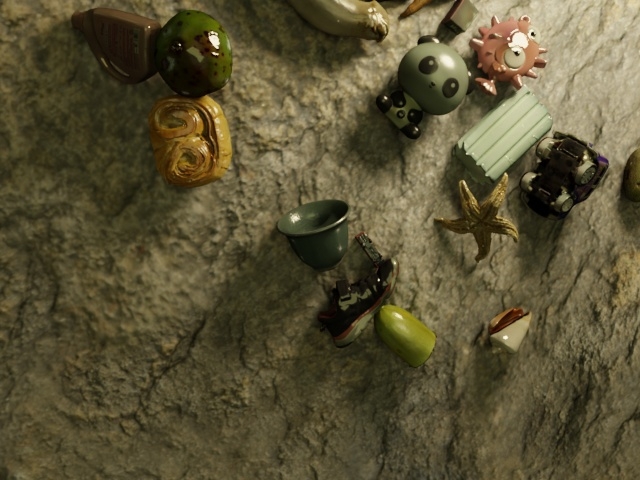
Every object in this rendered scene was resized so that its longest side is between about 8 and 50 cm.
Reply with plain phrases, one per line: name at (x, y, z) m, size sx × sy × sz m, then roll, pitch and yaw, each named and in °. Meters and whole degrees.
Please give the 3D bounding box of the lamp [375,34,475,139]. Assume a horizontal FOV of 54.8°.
lamp at (0.273, -0.401, 1.629) m, size 0.197 × 0.198 × 0.244 m, roll 43°, pitch 95°, yaw -10°

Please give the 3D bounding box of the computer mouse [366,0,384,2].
computer mouse at (0.177, -0.693, 1.645) m, size 0.192 × 0.062 × 0.106 m, roll -3°, pitch 95°, yaw -8°

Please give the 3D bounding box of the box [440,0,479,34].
box at (0.384, -0.613, 1.688) m, size 0.063 × 0.060 × 0.085 m, roll 35°, pitch 87°, yaw -15°

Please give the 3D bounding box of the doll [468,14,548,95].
doll at (0.509, -0.509, 1.689) m, size 0.211 × 0.093 × 0.262 m, roll 36°, pitch 79°, yaw 9°

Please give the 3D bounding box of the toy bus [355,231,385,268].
toy bus at (0.137, 0.027, 1.702) m, size 0.031 × 0.043 × 0.110 m, roll -36°, pitch 97°, yaw -9°

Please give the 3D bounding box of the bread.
bread at (-0.327, -0.253, 1.565) m, size 0.198 × 0.120 × 0.236 m, roll -11°, pitch 96°, yaw -7°

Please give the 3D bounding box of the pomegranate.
pomegranate at (-0.294, -0.446, 1.498) m, size 0.202 × 0.248 × 0.202 m, roll 3°, pitch 98°, yaw 18°

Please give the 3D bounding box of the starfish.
starfish at (0.438, -0.060, 1.706) m, size 0.235 × 0.062 × 0.277 m, roll 17°, pitch 121°, yaw 13°

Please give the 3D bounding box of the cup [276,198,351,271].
cup at (0.000, 0.000, 1.623) m, size 0.199 × 0.199 × 0.150 m, roll -20°, pitch 115°, yaw -7°

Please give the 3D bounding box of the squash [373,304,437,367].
squash at (0.222, 0.249, 1.696) m, size 0.186 × 0.123 × 0.123 m, roll 42°, pitch 87°, yaw -11°

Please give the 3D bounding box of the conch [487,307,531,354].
conch at (0.541, 0.255, 1.763) m, size 0.104 × 0.094 × 0.176 m, roll 37°, pitch 81°, yaw 29°

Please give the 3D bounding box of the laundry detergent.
laundry detergent at (-0.506, -0.479, 1.524) m, size 0.237 × 0.076 × 0.171 m, roll 17°, pitch 121°, yaw 16°

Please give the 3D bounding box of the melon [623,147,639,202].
melon at (0.931, -0.190, 1.789) m, size 0.099 × 0.099 × 0.162 m, roll 9°, pitch 94°, yaw -10°

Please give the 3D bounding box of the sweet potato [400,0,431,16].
sweet potato at (0.313, -0.665, 1.677) m, size 0.214 × 0.050 × 0.050 m, roll -25°, pitch 98°, yaw -6°

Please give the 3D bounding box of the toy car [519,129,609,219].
toy car at (0.679, -0.171, 1.713) m, size 0.158 × 0.172 × 0.235 m, roll 8°, pitch 117°, yaw -38°

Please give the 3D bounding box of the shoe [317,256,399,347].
shoe at (0.097, 0.148, 1.668) m, size 0.137 × 0.114 × 0.291 m, roll 38°, pitch 98°, yaw -7°

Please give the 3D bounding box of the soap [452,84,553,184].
soap at (0.506, -0.287, 1.719) m, size 0.261 × 0.094 × 0.150 m, roll -42°, pitch 94°, yaw -3°

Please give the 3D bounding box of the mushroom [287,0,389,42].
mushroom at (0.005, -0.642, 1.591) m, size 0.397 × 0.126 × 0.177 m, roll 44°, pitch 78°, yaw -6°
